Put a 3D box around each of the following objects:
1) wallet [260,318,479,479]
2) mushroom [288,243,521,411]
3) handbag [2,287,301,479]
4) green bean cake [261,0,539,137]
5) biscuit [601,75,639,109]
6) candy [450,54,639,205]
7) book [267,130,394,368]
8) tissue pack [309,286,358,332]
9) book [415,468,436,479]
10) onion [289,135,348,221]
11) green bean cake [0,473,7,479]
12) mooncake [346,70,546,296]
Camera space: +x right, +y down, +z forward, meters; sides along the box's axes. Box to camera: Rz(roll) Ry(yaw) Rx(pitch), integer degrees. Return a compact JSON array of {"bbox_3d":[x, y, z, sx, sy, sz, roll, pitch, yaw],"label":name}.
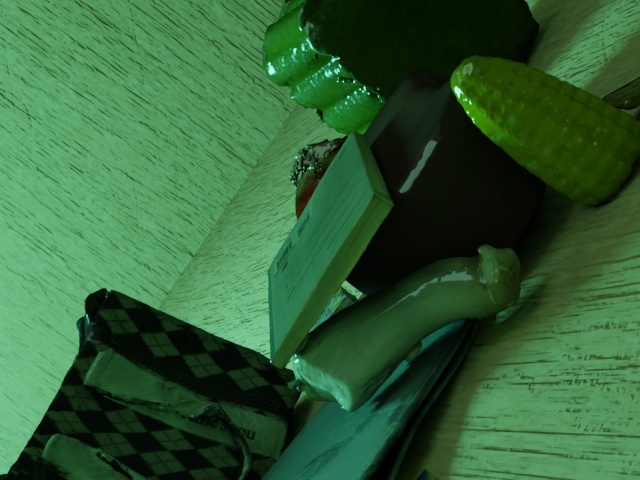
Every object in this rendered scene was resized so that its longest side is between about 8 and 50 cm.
[{"bbox_3d":[0.037,0.209,1.449,0.290,0.054,0.251,-49,11,-36],"label":"wallet"},{"bbox_3d":[0.083,0.085,1.398,0.278,0.099,0.096,-33,19,18],"label":"mushroom"},{"bbox_3d":[-0.222,0.267,1.683,0.180,0.316,0.416,-52,9,41],"label":"handbag"},{"bbox_3d":[0.105,-0.289,1.965,0.319,0.335,0.218,-54,12,-25],"label":"green bean cake"},{"bbox_3d":[0.331,-0.155,1.402,0.083,0.018,0.081,-31,8,-9],"label":"biscuit"},{"bbox_3d":[0.219,-0.120,1.367,0.106,0.198,0.094,-57,3,30],"label":"candy"},{"bbox_3d":[0.000,0.000,1.493,0.215,0.025,0.283,-57,13,16],"label":"book"},{"bbox_3d":[0.017,0.108,1.897,0.083,0.035,0.063,-52,11,5],"label":"tissue pack"},{"bbox_3d":[0.036,0.349,1.159,0.228,0.018,0.322,-51,12,13],"label":"book"},{"bbox_3d":[0.035,-0.091,2.102,0.230,0.163,0.230,-45,7,7],"label":"onion"},{"bbox_3d":[-0.382,0.482,1.888,0.169,0.300,0.308,-50,50,15],"label":"green bean cake"},{"bbox_3d":[0.137,-0.063,1.562,0.326,0.174,0.334,-42,18,55],"label":"mooncake"}]
